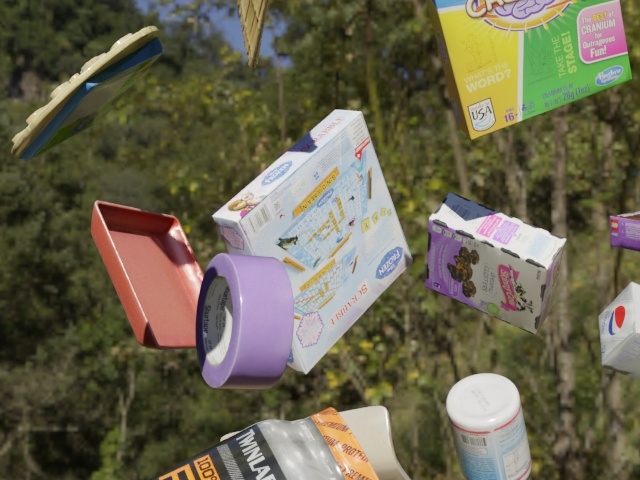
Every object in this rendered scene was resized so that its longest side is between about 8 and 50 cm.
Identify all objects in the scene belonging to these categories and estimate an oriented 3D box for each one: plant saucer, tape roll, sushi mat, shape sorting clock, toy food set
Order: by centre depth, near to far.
[{"bbox_3d":[-0.253,-0.160,1.124,0.206,0.040,0.206,-40,3,2],"label":"shape sorting clock"},{"bbox_3d":[0.039,0.315,1.304,0.219,0.092,0.306,-15,-44,21],"label":"toy food set"},{"bbox_3d":[-0.109,0.114,1.474,0.080,0.189,0.189,4,-8,-25],"label":"tape roll"},{"bbox_3d":[-0.083,-0.398,1.487,0.019,0.151,0.316,-4,-27,-15],"label":"sushi mat"},{"bbox_3d":[-0.263,0.070,1.699,0.047,0.258,0.259,-31,-15,16],"label":"plant saucer"}]

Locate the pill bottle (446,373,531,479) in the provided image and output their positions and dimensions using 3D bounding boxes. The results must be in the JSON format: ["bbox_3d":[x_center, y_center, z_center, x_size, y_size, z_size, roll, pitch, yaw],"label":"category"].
[{"bbox_3d":[0.203,0.242,1.241,0.087,0.160,0.087,-11,33,7],"label":"pill bottle"}]

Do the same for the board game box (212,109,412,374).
[{"bbox_3d":[0.000,0.000,1.739,0.065,0.318,0.318,11,43,43],"label":"board game box"}]

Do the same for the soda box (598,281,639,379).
[{"bbox_3d":[0.545,0.165,1.499,0.286,0.098,0.091,21,-45,-10],"label":"soda box"}]

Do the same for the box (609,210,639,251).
[{"bbox_3d":[0.652,-0.026,1.702,0.293,0.057,0.201,-10,11,-20],"label":"box"}]

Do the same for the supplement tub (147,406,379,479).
[{"bbox_3d":[-0.092,0.299,0.998,0.316,0.194,0.193,-27,-4,-10],"label":"supplement tub"}]

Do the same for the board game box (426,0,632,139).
[{"bbox_3d":[0.261,-0.317,1.366,0.242,0.317,0.064,-21,31,-1],"label":"board game box"}]

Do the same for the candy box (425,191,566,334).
[{"bbox_3d":[0.264,0.036,1.605,0.196,0.070,0.165,24,-37,23],"label":"candy box"}]
